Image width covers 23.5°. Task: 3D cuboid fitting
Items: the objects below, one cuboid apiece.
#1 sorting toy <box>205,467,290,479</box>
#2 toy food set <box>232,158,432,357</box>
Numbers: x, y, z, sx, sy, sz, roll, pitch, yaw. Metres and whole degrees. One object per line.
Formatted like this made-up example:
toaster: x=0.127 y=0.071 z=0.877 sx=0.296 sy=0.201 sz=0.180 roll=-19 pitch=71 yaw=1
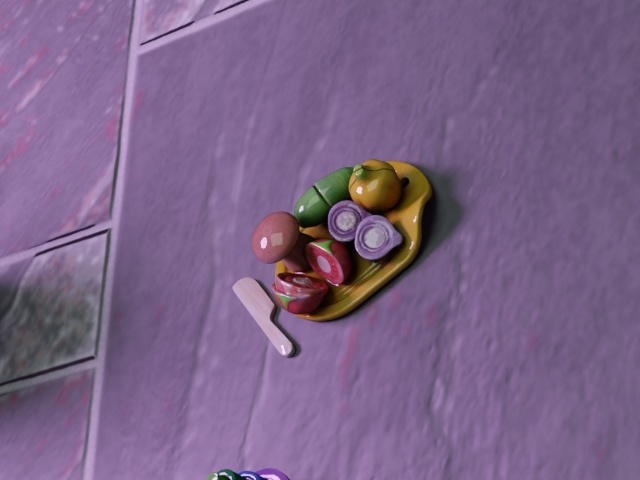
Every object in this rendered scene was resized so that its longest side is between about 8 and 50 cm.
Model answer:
sorting toy: x=-0.153 y=0.336 z=1.283 sx=0.127 sy=0.126 sz=0.365 roll=33 pitch=88 yaw=45
toy food set: x=0.000 y=0.000 z=1.404 sx=0.218 sy=0.071 sz=0.128 roll=-41 pitch=46 yaw=11
